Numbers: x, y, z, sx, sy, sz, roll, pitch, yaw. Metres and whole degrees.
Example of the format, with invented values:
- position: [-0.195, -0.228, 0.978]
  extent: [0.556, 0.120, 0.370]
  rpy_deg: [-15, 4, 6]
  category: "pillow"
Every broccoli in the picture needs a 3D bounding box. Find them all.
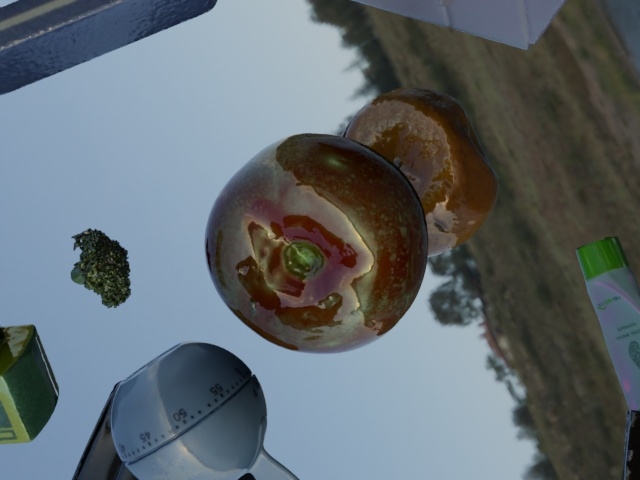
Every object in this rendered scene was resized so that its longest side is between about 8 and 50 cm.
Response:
- position: [-0.308, 0.041, 1.478]
  extent: [0.097, 0.092, 0.095]
  rpy_deg: [33, -129, -35]
  category: "broccoli"

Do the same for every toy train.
- position: [-0.480, 0.078, 1.263]
  extent: [0.150, 0.237, 0.369]
  rpy_deg: [-77, -22, -59]
  category: "toy train"

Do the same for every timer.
- position: [-0.102, 0.213, 1.095]
  extent: [0.255, 0.175, 0.175]
  rpy_deg: [46, -161, -24]
  category: "timer"

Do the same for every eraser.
- position: [-0.180, -0.182, 0.855]
  extent: [0.082, 0.225, 0.036]
  rpy_deg: [69, 179, -80]
  category: "eraser"

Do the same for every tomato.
- position: [0.000, 0.000, 1.292]
  extent: [0.270, 0.270, 0.222]
  rpy_deg: [60, -160, -4]
  category: "tomato"

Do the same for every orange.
- position: [0.140, -0.095, 1.543]
  extent: [0.183, 0.249, 0.249]
  rpy_deg: [2, -120, -59]
  category: "orange"

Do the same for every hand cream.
- position: [0.344, 0.132, 1.146]
  extent: [0.079, 0.050, 0.275]
  rpy_deg: [58, -165, -78]
  category: "hand cream"

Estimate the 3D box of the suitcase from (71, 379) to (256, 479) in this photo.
- position: [-0.244, 0.425, 1.659]
  extent: [0.339, 0.188, 0.345]
  rpy_deg: [59, -144, -43]
  category: "suitcase"

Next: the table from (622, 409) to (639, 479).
- position: [0.346, 0.289, 0.839]
  extent: [0.250, 0.196, 0.282]
  rpy_deg: [61, -145, -84]
  category: "table"

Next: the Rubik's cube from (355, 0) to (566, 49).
- position: [0.172, -0.437, 1.228]
  extent: [0.387, 0.368, 0.358]
  rpy_deg: [13, -122, -12]
  category: "Rubik's cube"
